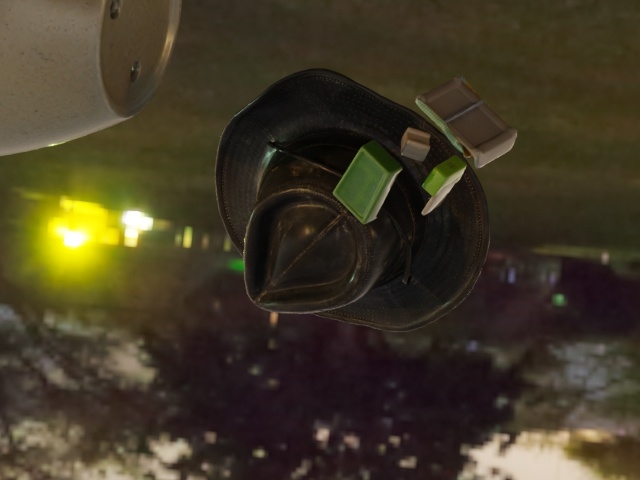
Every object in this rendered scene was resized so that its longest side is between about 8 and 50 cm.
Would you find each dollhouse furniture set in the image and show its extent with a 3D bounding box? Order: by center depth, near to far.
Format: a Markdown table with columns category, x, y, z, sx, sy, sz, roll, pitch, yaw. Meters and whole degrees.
| category | x | y | z | sx | sy | sz | roll | pitch | yaw |
| --- | --- | --- | --- | --- | --- | --- | --- | --- | --- |
| dollhouse furniture set | 0.083 | -0.067 | 1.151 | 0.076 | 0.058 | 0.152 | 45 | -133 | 16 |

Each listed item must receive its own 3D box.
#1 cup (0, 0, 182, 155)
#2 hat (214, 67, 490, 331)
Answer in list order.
| category | x | y | z | sx | sy | sz | roll | pitch | yaw |
| --- | --- | --- | --- | --- | --- | --- | --- | --- | --- |
| cup | -0.259 | -0.208 | 1.244 | 0.237 | 0.331 | 0.331 | 14 | 180 | 15 |
| hat | 0.000 | 0.000 | 1.451 | 0.331 | 0.331 | 0.134 | 4 | -143 | 32 |
